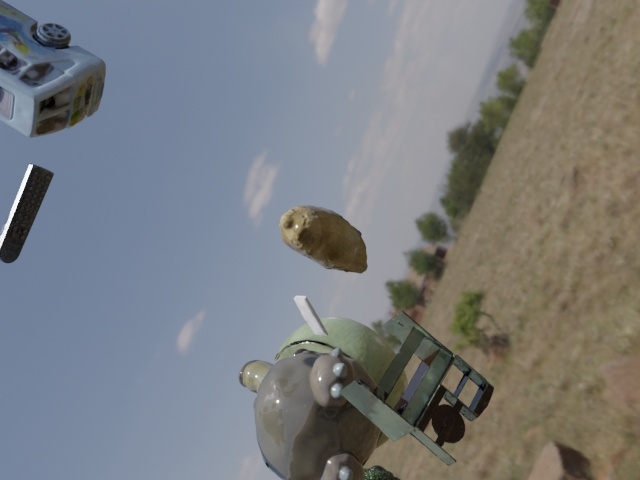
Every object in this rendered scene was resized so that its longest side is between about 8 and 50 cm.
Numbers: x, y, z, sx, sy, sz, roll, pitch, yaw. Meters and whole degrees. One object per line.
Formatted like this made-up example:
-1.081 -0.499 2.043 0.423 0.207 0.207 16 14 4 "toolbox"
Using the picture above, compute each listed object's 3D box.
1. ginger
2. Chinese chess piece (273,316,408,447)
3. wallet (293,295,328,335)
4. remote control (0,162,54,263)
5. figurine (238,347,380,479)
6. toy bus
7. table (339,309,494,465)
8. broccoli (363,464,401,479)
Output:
0.004 0.002 1.735 0.115 0.193 0.122 -66 -15 11 "ginger"
0.043 0.360 2.182 0.146 0.349 0.349 -35 -30 -49 "Chinese chess piece"
-0.017 0.134 1.575 0.011 0.083 0.044 -38 18 -25 "wallet"
-0.447 -0.040 1.333 0.043 0.027 0.153 28 -95 -51 "remote control"
-0.035 0.285 1.516 0.380 0.203 0.249 -174 81 -67 "figurine"
-0.454 -0.260 1.184 0.136 0.329 0.109 -54 -8 -48 "toy bus"
0.136 0.208 1.235 0.146 0.175 0.062 -50 3 -42 "table"
0.111 0.500 1.706 0.162 0.145 0.138 -19 49 37 "broccoli"
